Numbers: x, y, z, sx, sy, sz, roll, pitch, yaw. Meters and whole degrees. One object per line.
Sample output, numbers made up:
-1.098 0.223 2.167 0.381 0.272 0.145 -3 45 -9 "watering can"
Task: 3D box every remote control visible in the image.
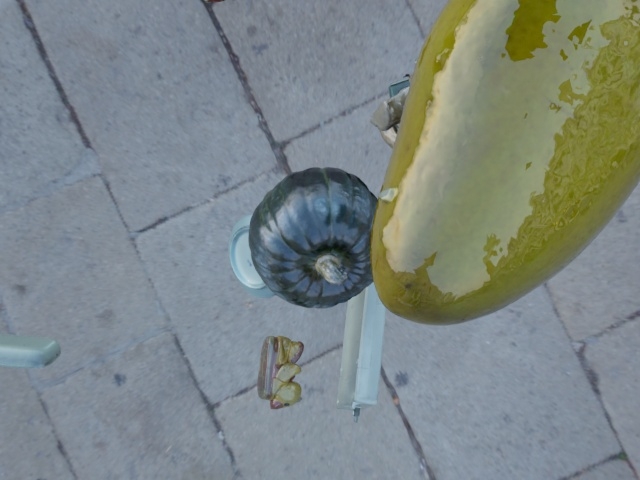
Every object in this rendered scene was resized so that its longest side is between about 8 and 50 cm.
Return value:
-0.576 0.169 1.292 0.310 0.090 0.038 4 100 2 "remote control"

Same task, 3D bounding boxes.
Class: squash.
-0.002 -0.003 1.175 0.218 0.172 0.218 7 120 12 "squash"

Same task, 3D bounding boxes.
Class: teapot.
-0.079 0.018 1.526 0.159 0.159 0.232 43 127 2 "teapot"

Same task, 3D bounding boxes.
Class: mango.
0.203 -0.106 0.832 0.301 0.220 0.445 42 77 -38 "mango"

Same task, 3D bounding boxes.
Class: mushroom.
0.199 -0.223 1.529 0.156 0.285 0.151 -26 83 -13 "mushroom"

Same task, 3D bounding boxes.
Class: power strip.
0.076 0.121 1.355 0.043 0.106 0.367 12 70 -13 "power strip"

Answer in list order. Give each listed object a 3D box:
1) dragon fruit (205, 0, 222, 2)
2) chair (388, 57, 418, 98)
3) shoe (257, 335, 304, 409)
-0.222 -0.566 1.611 0.160 0.166 0.172 -10 54 25 "dragon fruit"
0.266 -0.337 1.797 0.275 0.203 0.190 -6 116 33 "chair"
-0.058 0.203 1.251 0.069 0.072 0.109 4 63 -20 "shoe"
